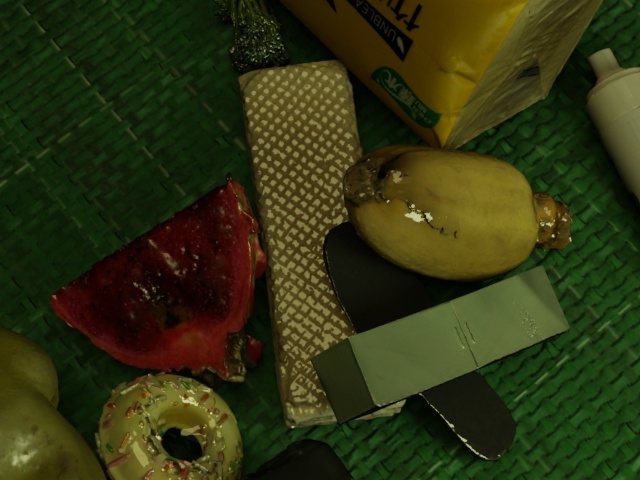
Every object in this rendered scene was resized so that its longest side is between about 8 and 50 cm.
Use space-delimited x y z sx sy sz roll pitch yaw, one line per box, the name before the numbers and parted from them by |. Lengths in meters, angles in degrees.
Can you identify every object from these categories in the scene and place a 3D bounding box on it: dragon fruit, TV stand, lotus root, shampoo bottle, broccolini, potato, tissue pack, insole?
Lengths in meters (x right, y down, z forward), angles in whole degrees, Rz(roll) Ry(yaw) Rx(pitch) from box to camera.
dragon fruit | -0.140 0.066 1.854 0.262 0.134 0.211 -28 86 21
TV stand | 0.131 0.109 1.771 0.269 0.088 0.082 -19 81 -32
lotus root | 0.138 -0.030 1.821 0.303 0.131 0.146 8 70 -38
shampoo bottle | 0.380 -0.088 1.893 0.092 0.092 0.303 -23 71 -6
broccolini | -0.125 -0.367 2.050 0.074 0.079 0.392 -22 62 6
potato | -0.331 0.251 1.742 0.202 0.218 0.351 -10 68 -30
tissue pack | 0.113 -0.332 1.872 0.382 0.293 0.228 46 51 15
insole | 0.107 0.110 1.817 0.309 0.012 0.110 49 55 -3

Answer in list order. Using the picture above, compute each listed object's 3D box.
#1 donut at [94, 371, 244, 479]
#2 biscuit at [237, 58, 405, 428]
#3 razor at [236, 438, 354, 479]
donut | -0.155 0.215 1.782 0.175 0.068 0.174 23 46 -27
biscuit | 0.000 0.000 1.886 0.144 0.078 0.426 -7 70 -1
razor | 0.014 0.373 1.713 0.189 0.107 0.327 -26 76 -32
